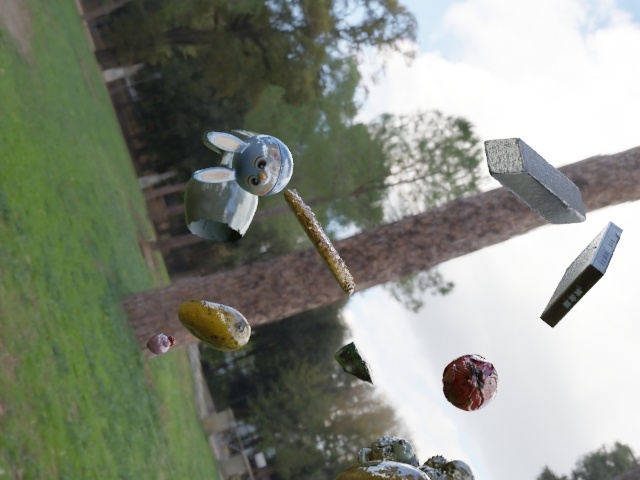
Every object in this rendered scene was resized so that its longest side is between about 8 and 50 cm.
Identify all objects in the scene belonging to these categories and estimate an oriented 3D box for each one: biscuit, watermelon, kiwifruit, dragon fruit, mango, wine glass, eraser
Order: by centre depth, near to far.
[{"bbox_3d":[-0.148,0.115,1.112,0.114,0.057,0.079,18,-24,29],"label":"mango"},{"bbox_3d":[0.000,0.000,1.666,0.253,0.035,0.254,57,-2,3],"label":"biscuit"},{"bbox_3d":[0.124,0.551,1.666,0.196,0.234,0.195,-7,90,-69],"label":"kiwifruit"},{"bbox_3d":[0.530,-0.141,1.977,0.353,0.077,0.111,29,45,-39],"label":"eraser"},{"bbox_3d":[0.095,0.312,2.021,0.119,0.063,0.245,48,0,0],"label":"watermelon"},{"bbox_3d":[0.438,0.419,2.372,0.209,0.173,0.172,112,-40,-84],"label":"dragon fruit"},{"bbox_3d":[-0.294,-0.168,2.486,0.238,0.238,0.322,96,2,-72],"label":"wine glass"}]

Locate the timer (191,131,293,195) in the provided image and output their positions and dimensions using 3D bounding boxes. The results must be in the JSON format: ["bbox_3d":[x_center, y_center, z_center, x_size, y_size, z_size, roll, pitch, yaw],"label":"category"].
[{"bbox_3d":[-0.174,-0.188,2.033,0.255,0.175,0.175,-12,82,-59],"label":"timer"}]

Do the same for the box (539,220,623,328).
[{"bbox_3d":[0.613,0.074,1.878,0.047,0.325,0.180,40,-59,10],"label":"box"}]

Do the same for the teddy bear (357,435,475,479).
[{"bbox_3d":[0.225,0.591,2.050,0.256,0.267,0.156,41,-62,38],"label":"teddy bear"}]

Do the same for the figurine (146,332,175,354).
[{"bbox_3d":[-0.515,0.333,2.586,0.083,0.071,0.066,-10,-86,39],"label":"figurine"}]
